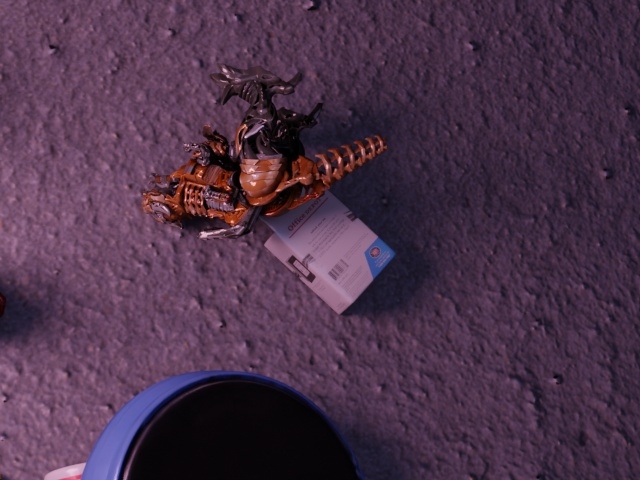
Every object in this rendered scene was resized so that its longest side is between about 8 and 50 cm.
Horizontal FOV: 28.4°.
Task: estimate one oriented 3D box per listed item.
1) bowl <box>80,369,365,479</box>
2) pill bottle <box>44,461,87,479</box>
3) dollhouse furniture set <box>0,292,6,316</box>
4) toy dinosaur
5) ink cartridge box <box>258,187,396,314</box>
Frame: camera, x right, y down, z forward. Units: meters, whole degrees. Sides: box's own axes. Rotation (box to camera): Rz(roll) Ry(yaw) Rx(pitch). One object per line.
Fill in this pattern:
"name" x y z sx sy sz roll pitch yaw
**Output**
"bowl" -0.100 0.340 1.514 0.391 0.077 0.391 15 63 -31
"pill bottle" -0.264 0.358 1.506 0.108 0.108 0.180 -7 74 -19
"dollhouse furniture set" -0.506 -0.069 1.527 0.374 0.201 0.152 44 65 2
"toy dinosaur" -0.075 -0.098 1.671 0.322 0.164 0.218 3 60 1
"ink cartridge box" 0.000 0.000 1.734 0.180 0.060 0.104 43 66 1
